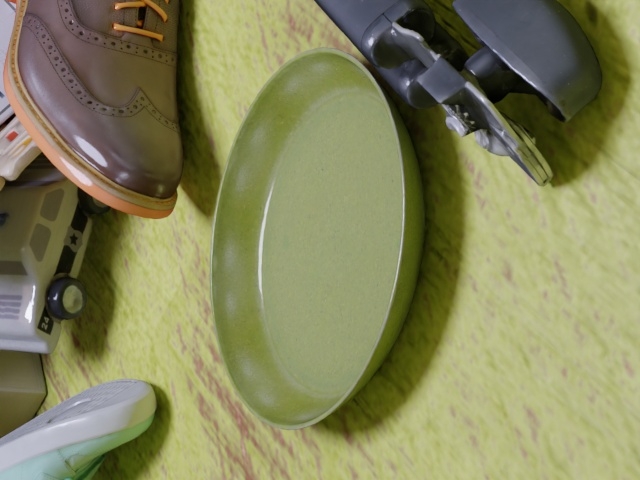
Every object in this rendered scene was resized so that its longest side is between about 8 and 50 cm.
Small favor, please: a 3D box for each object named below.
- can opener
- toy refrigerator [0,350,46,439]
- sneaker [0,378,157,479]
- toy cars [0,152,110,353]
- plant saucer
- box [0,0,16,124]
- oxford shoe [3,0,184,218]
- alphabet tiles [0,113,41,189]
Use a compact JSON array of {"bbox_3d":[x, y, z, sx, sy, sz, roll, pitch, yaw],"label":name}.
[{"bbox_3d":[0.068,-0.129,0.943,0.095,0.076,0.283,-41,40,5],"label":"can opener"},{"bbox_3d":[-0.356,0.183,1.539,0.269,0.102,0.094,-57,39,38],"label":"toy refrigerator"},{"bbox_3d":[-0.197,0.213,1.306,0.256,0.094,0.151,-30,93,31],"label":"sneaker"},{"bbox_3d":[-0.318,0.065,1.369,0.393,0.087,0.176,-45,50,9],"label":"toy cars"},{"bbox_3d":[0.000,0.000,1.040,0.241,0.037,0.241,-18,69,56],"label":"plant saucer"},{"bbox_3d":[-0.370,-0.134,1.423,0.290,0.169,0.087,-40,18,11],"label":"box"},{"bbox_3d":[-0.168,-0.173,1.279,0.133,0.130,0.364,-49,45,31],"label":"oxford shoe"},{"bbox_3d":[-0.302,-0.048,1.391,0.284,0.021,0.278,-45,20,-7],"label":"alphabet tiles"}]
